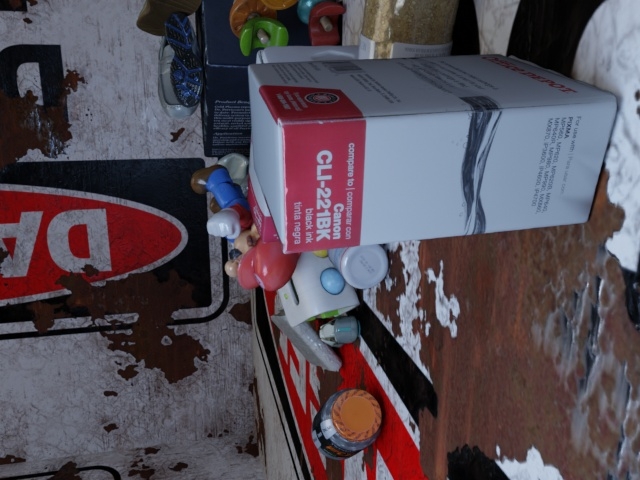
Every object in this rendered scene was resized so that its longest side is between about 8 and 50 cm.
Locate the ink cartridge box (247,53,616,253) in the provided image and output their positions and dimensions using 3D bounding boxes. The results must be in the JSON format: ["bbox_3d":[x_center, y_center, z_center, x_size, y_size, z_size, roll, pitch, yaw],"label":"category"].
[{"bbox_3d":[0.082,-0.093,0.528,0.197,0.273,0.114,-115,21,-59],"label":"ink cartridge box"}]

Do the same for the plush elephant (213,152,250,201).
[{"bbox_3d":[-0.164,-0.112,1.598,0.255,0.272,0.329,-12,59,38],"label":"plush elephant"}]

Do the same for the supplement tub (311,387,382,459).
[{"bbox_3d":[0.051,0.357,1.129,0.190,0.117,0.117,109,155,-61],"label":"supplement tub"}]

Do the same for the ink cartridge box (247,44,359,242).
[{"bbox_3d":[0.005,-0.150,0.952,0.306,0.226,0.131,102,156,-49],"label":"ink cartridge box"}]

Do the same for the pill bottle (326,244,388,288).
[{"bbox_3d":[0.061,0.024,1.068,0.160,0.087,0.087,-129,37,-70],"label":"pill bottle"}]

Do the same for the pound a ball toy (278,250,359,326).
[{"bbox_3d":[0.000,0.000,1.233,0.136,0.208,0.319,-37,67,50],"label":"pound a ball toy"}]

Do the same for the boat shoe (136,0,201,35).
[{"bbox_3d":[-0.350,-0.565,1.331,0.285,0.105,0.089,-6,73,52],"label":"boat shoe"}]

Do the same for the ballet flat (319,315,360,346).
[{"bbox_3d":[0.031,0.201,1.290,0.213,0.068,0.072,129,136,-72],"label":"ballet flat"}]

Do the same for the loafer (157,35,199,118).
[{"bbox_3d":[-0.356,-0.434,1.437,0.111,0.112,0.319,91,169,-55],"label":"loafer"}]

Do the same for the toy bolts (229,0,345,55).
[{"bbox_3d":[-0.068,-0.508,1.196,0.218,0.229,0.158,111,143,-50],"label":"toy bolts"}]

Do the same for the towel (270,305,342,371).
[{"bbox_3d":[-0.040,0.246,1.472,0.187,0.049,0.282,48,166,-4],"label":"towel"}]

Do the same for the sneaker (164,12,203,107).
[{"bbox_3d":[-0.305,-0.412,1.342,0.081,0.080,0.211,-24,-70,-84],"label":"sneaker"}]

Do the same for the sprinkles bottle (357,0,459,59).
[{"bbox_3d":[0.101,-0.181,0.764,0.121,0.121,0.355,-112,23,-55],"label":"sprinkles bottle"}]

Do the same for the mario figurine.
[{"bbox_3d":[-0.170,-0.009,1.130,0.320,0.198,0.170,50,121,41],"label":"mario figurine"}]

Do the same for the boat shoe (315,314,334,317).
[{"bbox_3d":[-0.006,0.161,1.450,0.207,0.073,0.073,155,113,-69],"label":"boat shoe"}]

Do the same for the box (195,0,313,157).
[{"bbox_3d":[-0.181,-0.536,1.553,0.472,0.298,0.479,126,139,-68],"label":"box"}]
